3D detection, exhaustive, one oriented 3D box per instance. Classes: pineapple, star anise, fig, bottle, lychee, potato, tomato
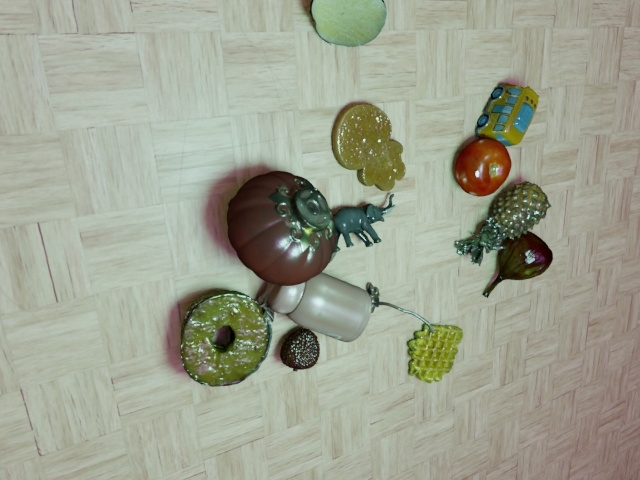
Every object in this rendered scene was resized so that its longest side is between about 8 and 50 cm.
[{"bbox_3d":[0.638,-0.056,1.754,0.361,0.175,0.175,-38,119,0],"label":"pineapple"},{"bbox_3d":[0.215,0.237,1.569,0.218,0.227,0.148,29,83,-43],"label":"star anise"},{"bbox_3d":[0.740,0.107,1.835,0.190,0.190,0.291,19,94,-31],"label":"fig"},{"bbox_3d":[-0.022,0.189,1.448,0.296,0.173,0.206,24,121,-25],"label":"bottle"},{"bbox_3d":[-0.059,0.330,1.498,0.123,0.123,0.129,26,57,-32],"label":"lychee"},{"bbox_3d":[0.069,-0.617,1.288,0.202,0.182,0.117,5,64,-12],"label":"potato"},{"bbox_3d":[0.533,-0.242,1.639,0.194,0.136,0.195,-8,109,-24],"label":"tomato"}]

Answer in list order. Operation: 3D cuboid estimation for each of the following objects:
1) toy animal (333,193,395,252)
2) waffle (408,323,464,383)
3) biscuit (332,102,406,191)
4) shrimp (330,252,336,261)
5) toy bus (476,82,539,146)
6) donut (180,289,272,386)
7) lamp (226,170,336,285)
[{"bbox_3d":[0.134,-0.048,1.492,0.269,0.082,0.137,-18,82,-23],"label":"toy animal"},{"bbox_3d":[0.400,0.413,1.804,0.218,0.057,0.230,12,99,-30],"label":"waffle"},{"bbox_3d":[0.151,-0.273,1.476,0.202,0.044,0.288,-51,123,-6],"label":"biscuit"},{"bbox_3d":[0.000,0.000,1.485,0.091,0.034,0.161,-52,128,-20],"label":"shrimp"},{"bbox_3d":[0.628,-0.414,1.641,0.126,0.136,0.210,26,90,-32],"label":"toy bus"},{"bbox_3d":[-0.266,0.254,1.356,0.271,0.107,0.272,-7,109,-21],"label":"donut"},{"bbox_3d":[-0.097,-0.031,1.279,0.303,0.257,0.304,25,50,-34],"label":"lamp"}]
